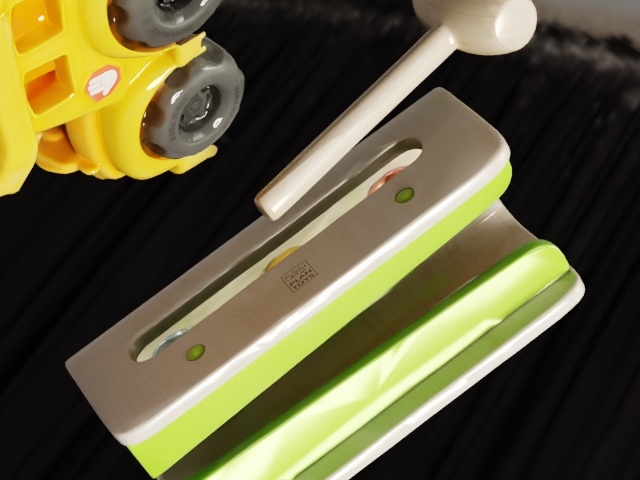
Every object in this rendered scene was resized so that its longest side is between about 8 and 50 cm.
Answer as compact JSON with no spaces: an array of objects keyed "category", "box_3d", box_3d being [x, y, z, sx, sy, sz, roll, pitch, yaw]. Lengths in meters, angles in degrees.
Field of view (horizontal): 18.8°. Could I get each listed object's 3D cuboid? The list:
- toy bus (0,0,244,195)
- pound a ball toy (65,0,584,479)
[{"category":"toy bus","box_3d":[-0.159,-0.095,0.970,0.149,0.211,0.220,35,150,27]},{"category":"pound a ball toy","box_3d":[0.000,0.000,1.106,0.208,0.319,0.136,56,173,-36]}]
